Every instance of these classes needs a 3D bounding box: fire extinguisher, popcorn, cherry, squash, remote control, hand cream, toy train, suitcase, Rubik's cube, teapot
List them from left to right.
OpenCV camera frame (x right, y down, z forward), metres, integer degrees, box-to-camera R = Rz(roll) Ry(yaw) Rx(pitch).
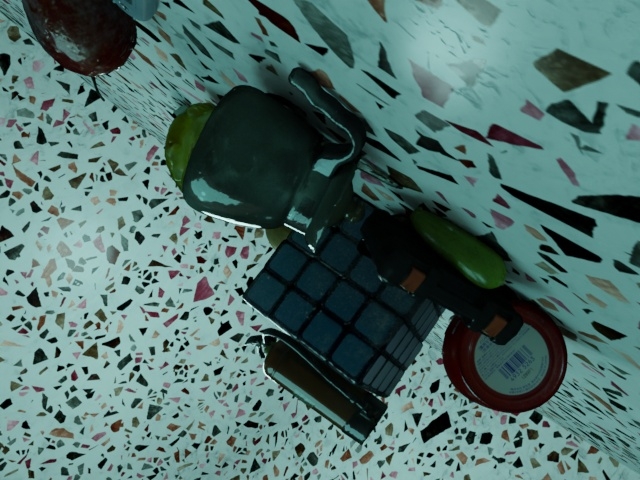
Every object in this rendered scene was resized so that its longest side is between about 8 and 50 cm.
[{"bbox_3d":[-0.442,-0.406,1.165,0.249,0.175,0.192,55,-169,-49],"label":"cherry"},{"bbox_3d":[-0.300,-0.402,1.021,0.087,0.047,0.244,35,176,-15],"label":"remote control"},{"bbox_3d":[-0.396,-0.361,1.881,0.055,0.048,0.252,49,176,-15],"label":"toy train"},{"bbox_3d":[-0.227,-0.179,1.465,0.277,0.225,0.276,34,177,2],"label":"popcorn"},{"bbox_3d":[-0.040,-0.132,1.048,0.285,0.305,0.223,27,-156,-3],"label":"teapot"},{"bbox_3d":[-0.015,0.304,1.510,0.376,0.113,0.200,33,131,11],"label":"fire extinguisher"},{"bbox_3d":[0.089,0.127,1.507,0.345,0.337,0.344,32,173,23],"label":"Rubik's cube"},{"bbox_3d":[0.210,0.061,1.147,0.286,0.066,0.206,29,-161,-19],"label":"suitcase"},{"bbox_3d":[0.233,0.009,1.107,0.201,0.066,0.066,41,176,23],"label":"squash"},{"bbox_3d":[0.363,0.229,1.288,0.230,0.230,0.149,36,175,3],"label":"hand cream"}]

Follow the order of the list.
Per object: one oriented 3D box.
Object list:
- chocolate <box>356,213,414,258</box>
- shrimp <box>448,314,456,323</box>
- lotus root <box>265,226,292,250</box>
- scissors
[{"bbox_3d":[0.150,-0.010,1.297,0.149,0.080,0.125,14,150,27],"label":"chocolate"},{"bbox_3d":[0.427,0.255,1.863,0.073,0.074,0.190,-9,157,35],"label":"shrimp"},{"bbox_3d":[-0.078,-0.037,1.921,0.310,0.182,0.183,35,174,14],"label":"lotus root"},{"bbox_3d":[0.011,-0.161,1.130,0.300,0.022,0.109,30,147,6],"label":"scissors"}]
